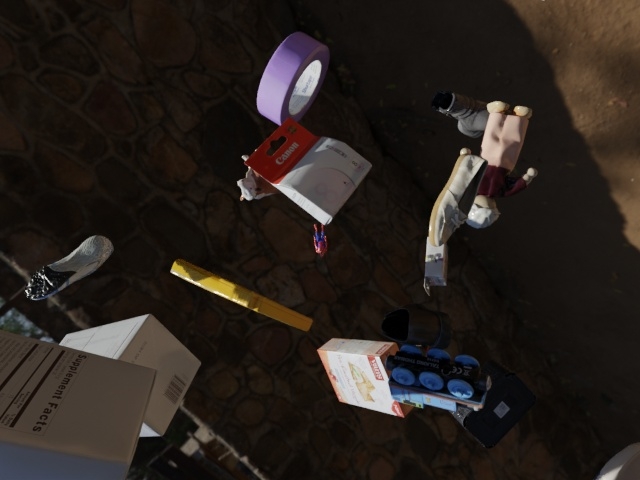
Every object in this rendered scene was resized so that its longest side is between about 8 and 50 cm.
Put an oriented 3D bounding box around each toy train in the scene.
[{"bbox_3d":[0.204,0.247,0.801,0.184,0.080,0.105,5,129,28],"label":"toy train"}]

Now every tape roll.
[{"bbox_3d":[-0.081,-0.491,1.407,0.090,0.275,0.275,33,157,7],"label":"tape roll"}]

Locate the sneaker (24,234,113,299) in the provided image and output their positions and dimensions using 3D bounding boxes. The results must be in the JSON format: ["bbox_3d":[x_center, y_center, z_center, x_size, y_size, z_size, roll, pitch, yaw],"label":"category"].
[{"bbox_3d":[-0.655,0.079,1.202,0.085,0.237,0.086,45,160,18],"label":"sneaker"}]

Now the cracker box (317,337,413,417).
[{"bbox_3d":[0.109,0.323,1.097,0.232,0.067,0.156,-13,103,52],"label":"cracker box"}]

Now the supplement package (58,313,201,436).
[{"bbox_3d":[-0.350,0.232,0.757,0.243,0.139,0.134,-16,123,31],"label":"supplement package"}]

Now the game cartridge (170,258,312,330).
[{"bbox_3d":[-0.216,0.154,1.280,0.323,0.053,0.285,16,168,33],"label":"game cartridge"}]

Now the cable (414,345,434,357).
[{"bbox_3d":[0.259,0.345,1.273,0.072,0.140,0.287,25,129,2],"label":"cable"}]

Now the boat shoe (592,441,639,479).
[{"bbox_3d":[0.289,0.369,0.524,0.127,0.340,0.158,51,154,8],"label":"boat shoe"}]

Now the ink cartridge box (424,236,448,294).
[{"bbox_3d":[0.396,0.089,1.551,0.061,0.182,0.104,0,157,24],"label":"ink cartridge box"}]

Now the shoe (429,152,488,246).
[{"bbox_3d":[0.297,-0.086,0.984,0.058,0.219,0.076,22,178,41],"label":"shoe"}]

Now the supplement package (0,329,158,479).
[{"bbox_3d":[-0.365,0.226,0.509,0.292,0.178,0.175,20,-168,-16],"label":"supplement package"}]

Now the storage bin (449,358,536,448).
[{"bbox_3d":[0.425,0.405,1.135,0.122,0.180,0.084,45,179,-14],"label":"storage bin"}]

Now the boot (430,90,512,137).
[{"bbox_3d":[0.467,-0.434,1.513,0.222,0.118,0.338,19,-171,-6],"label":"boot"}]

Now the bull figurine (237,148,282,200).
[{"bbox_3d":[-0.190,-0.242,1.698,0.101,0.310,0.189,-26,75,49],"label":"bull figurine"}]

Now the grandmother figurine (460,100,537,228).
[{"bbox_3d":[0.488,-0.197,1.262,0.207,0.343,0.104,18,-176,22],"label":"grandmother figurine"}]

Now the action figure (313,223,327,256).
[{"bbox_3d":[0.000,0.000,1.368,0.038,0.115,0.030,-6,148,-1],"label":"action figure"}]

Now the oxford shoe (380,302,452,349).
[{"bbox_3d":[0.152,0.153,0.851,0.096,0.083,0.227,9,168,-9],"label":"oxford shoe"}]

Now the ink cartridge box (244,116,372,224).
[{"bbox_3d":[-0.023,-0.172,1.033,0.232,0.189,0.066,40,151,-4],"label":"ink cartridge box"}]
